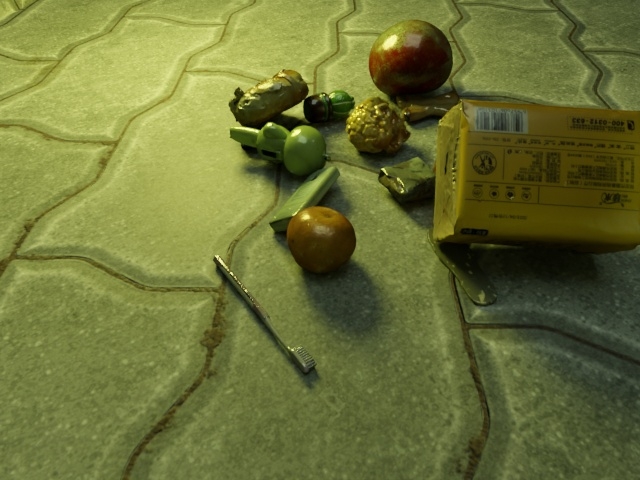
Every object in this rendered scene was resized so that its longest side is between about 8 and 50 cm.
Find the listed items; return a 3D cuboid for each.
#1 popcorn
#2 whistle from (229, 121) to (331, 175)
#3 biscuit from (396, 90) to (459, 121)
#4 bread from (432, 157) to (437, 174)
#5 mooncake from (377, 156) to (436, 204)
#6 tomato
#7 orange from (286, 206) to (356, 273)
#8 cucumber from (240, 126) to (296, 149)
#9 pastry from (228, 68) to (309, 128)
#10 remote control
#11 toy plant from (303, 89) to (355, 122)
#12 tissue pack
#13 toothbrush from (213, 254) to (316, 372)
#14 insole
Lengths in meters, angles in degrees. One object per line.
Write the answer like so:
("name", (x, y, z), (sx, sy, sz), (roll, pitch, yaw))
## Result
("popcorn", (0.164, -0.324, 1.409), (0.170, 0.180, 0.180), (-18, 27, 42))
("whistle", (-0.101, -0.270, 1.339), (0.293, 0.141, 0.141), (30, 50, 20))
("biscuit", (0.357, -0.430, 1.588), (0.207, 0.047, 0.164), (-2, 44, -2))
("bread", (0.407, -0.183, 1.269), (0.229, 0.123, 0.230), (-1, 40, 1))
("mooncake", (0.225, -0.144, 1.258), (0.125, 0.073, 0.130), (-17, 44, -14))
("tomato", (0.290, -0.599, 1.604), (0.269, 0.223, 0.270), (-6, -2, 0))
("orange", (0.000, 0.000, 1.069), (0.154, 0.134, 0.155), (16, 26, -8))
("cucumber", (-0.120, -0.295, 1.427), (0.244, 0.067, 0.067), (0, 43, -1))
("pastry", (-0.153, -0.429, 1.468), (0.235, 0.121, 0.257), (-31, 16, -14))
("remote control", (-0.037, -0.104, 1.214), (0.098, 0.038, 0.234), (-11, 31, 39))
("toy plant", (0.031, -0.420, 1.543), (0.162, 0.093, 0.093), (-14, 44, -19))
("tissue pack", (0.451, -0.131, 1.058), (0.381, 0.228, 0.294), (4, 84, 1))
("toothbrush", (-0.122, 0.135, 0.990), (0.029, 0.024, 0.354), (-23, 47, -30))
("insole", (0.311, 0.049, 1.095), (0.081, 0.011, 0.248), (-11, 43, -11))
